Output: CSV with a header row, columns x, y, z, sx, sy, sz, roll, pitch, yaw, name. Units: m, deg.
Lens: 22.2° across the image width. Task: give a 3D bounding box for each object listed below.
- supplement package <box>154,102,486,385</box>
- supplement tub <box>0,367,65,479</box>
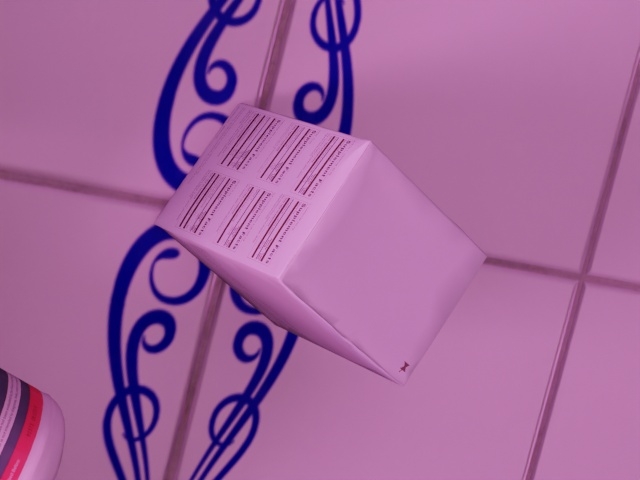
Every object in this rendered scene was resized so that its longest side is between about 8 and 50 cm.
x,y,z,sx,sy,sz,roll,pitch,yaw,name
0.000,0.000,1.498,0.194,0.203,0.149,42,77,-38,supplement package
-0.351,0.145,1.240,0.272,0.191,0.191,33,82,-18,supplement tub
